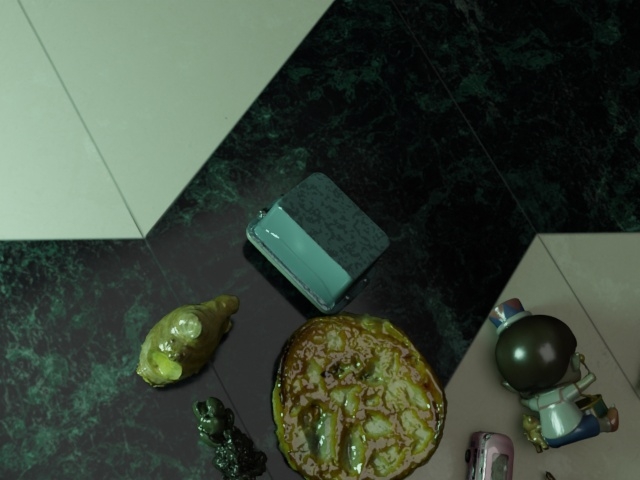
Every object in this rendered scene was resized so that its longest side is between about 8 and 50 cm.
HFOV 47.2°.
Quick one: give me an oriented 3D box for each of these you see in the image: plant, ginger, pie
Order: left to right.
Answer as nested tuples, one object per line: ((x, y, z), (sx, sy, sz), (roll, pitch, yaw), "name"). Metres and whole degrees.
((-0.224, 0.165, 1.186), (0.102, 0.216, 0.157), (44, 34, -4), "ginger")
((-0.154, 0.332, 1.208), (0.085, 0.087, 0.174), (-37, 78, 9), "plant")
((0.057, 0.279, 1.250), (0.316, 0.092, 0.314), (1, 77, -4), "pie")

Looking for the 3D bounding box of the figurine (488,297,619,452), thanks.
((0.399, 0.228, 1.292), (0.158, 0.161, 0.275), (-14, 77, -54), "figurine")

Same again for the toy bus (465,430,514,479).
((0.283, 0.429, 1.243), (0.063, 0.090, 0.203), (11, 75, -7), "toy bus")

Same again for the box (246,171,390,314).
((0.000, 0.000, 1.281), (0.227, 0.130, 0.162), (44, 49, 5), "box")

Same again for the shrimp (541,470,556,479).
((0.456, 0.466, 1.285), (0.095, 0.045, 0.162), (-29, 80, -15), "shrimp")
